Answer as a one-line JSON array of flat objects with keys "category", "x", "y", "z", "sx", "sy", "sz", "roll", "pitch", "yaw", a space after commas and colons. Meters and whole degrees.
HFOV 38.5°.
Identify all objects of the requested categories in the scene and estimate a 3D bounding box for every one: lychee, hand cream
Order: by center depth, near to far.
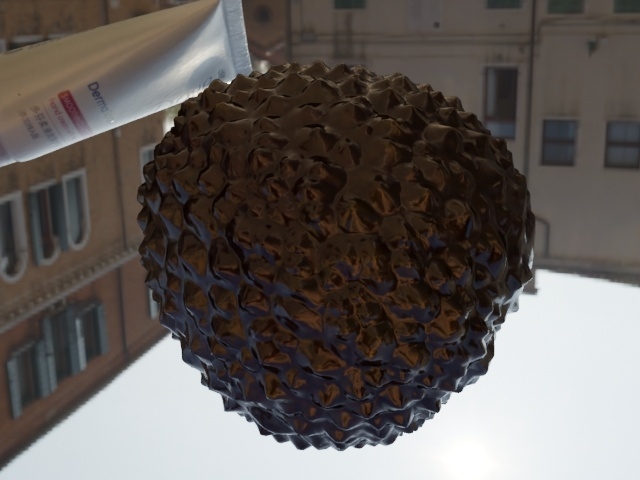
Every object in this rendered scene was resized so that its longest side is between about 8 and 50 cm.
[{"category": "lychee", "x": 0.000, "y": 0.000, "z": 0.604, "sx": 0.267, "sy": 0.267, "sz": 0.267, "roll": -1, "pitch": -165, "yaw": 0}, {"category": "hand cream", "x": -0.173, "y": -0.124, "z": 0.724, "sx": 0.248, "sy": 0.083, "sz": 0.133, "roll": -18, "pitch": 166, "yaw": -3}]
